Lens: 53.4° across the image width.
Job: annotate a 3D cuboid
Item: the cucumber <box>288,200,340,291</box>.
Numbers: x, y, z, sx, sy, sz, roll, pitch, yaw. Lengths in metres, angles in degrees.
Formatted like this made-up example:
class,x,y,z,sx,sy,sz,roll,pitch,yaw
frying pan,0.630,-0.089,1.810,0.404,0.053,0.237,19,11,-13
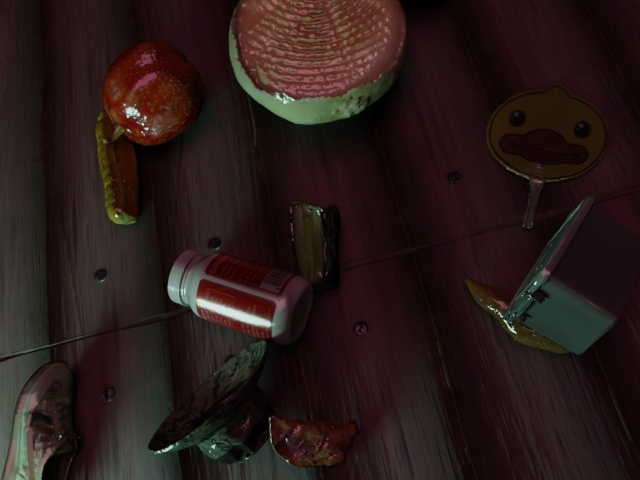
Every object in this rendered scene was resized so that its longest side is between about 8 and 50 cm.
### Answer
class,x,y,z,sx,sy,sz,roll,pitch,yaw
cucumber,0.000,0.000,1.215,0.115,0.086,0.193,-29,55,49

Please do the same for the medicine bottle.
class,x,y,z,sx,sy,sz,roll,pitch,yaw
medicine bottle,-0.147,0.100,1.173,0.250,0.131,0.131,16,71,19

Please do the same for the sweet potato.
class,x,y,z,sx,sy,sz,roll,pitch,yaw
sweet potato,0.337,0.134,1.101,0.218,0.051,0.065,33,81,23

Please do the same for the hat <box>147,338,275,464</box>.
class,x,y,z,sx,sy,sz,roll,pitch,yaw
hat,-0.151,0.299,1.075,0.265,0.265,0.128,-40,101,-6

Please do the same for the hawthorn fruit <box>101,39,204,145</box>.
class,x,y,z,sx,sy,sz,roll,pitch,yaw
hawthorn fruit,-0.372,-0.299,1.355,0.253,0.205,0.205,-41,65,-2

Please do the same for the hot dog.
class,x,y,z,sx,sy,sz,roll,pitch,yaw
hot dog,-0.440,-0.160,1.378,0.068,0.083,0.289,-35,57,39

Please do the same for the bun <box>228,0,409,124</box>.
class,x,y,z,sx,sy,sz,roll,pitch,yaw
bun,-0.004,-0.383,1.311,0.364,0.202,0.364,-1,68,2

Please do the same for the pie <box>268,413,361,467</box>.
class,x,y,z,sx,sy,sz,roll,pitch,yaw
pie,-0.011,0.337,1.066,0.170,0.034,0.092,7,93,-21

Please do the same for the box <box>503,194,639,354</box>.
class,x,y,z,sx,sy,sz,roll,pitch,yaw
box,0.422,0.061,1.035,0.135,0.163,0.243,35,55,13

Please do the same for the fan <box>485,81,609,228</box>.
class,x,y,z,sx,sy,sz,roll,pitch,yaw
fan,0.429,-0.171,1.234,0.229,0.011,0.335,13,69,17

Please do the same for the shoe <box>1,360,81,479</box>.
class,x,y,z,sx,sy,sz,roll,pitch,yaw
shoe,-0.492,0.357,1.156,0.098,0.103,0.275,1,73,11
